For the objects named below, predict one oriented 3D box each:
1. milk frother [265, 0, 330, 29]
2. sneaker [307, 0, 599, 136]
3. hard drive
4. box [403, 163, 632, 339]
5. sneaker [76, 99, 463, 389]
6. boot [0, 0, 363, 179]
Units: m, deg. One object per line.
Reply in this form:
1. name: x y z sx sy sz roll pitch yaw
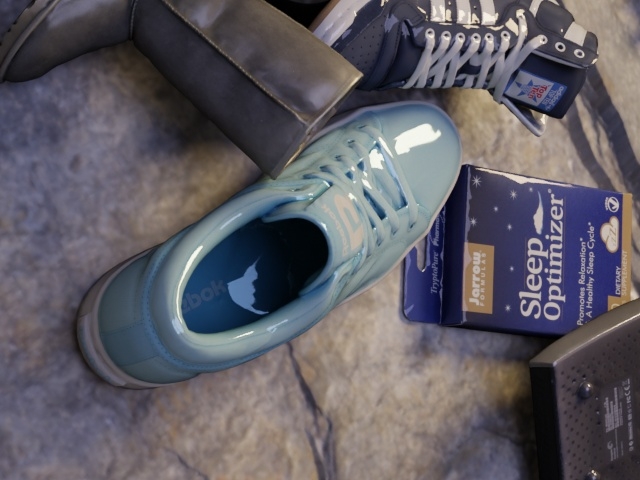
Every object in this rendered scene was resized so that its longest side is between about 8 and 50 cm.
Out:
1. milk frother: -0.036 -0.194 1.161 0.129 0.135 0.143 10 71 3
2. sneaker: 0.112 -0.144 1.217 0.153 0.099 0.282 47 44 16
3. hard drive: 0.285 0.129 1.342 0.255 0.054 0.172 -20 113 -31
4. box: 0.173 0.013 1.325 0.225 0.036 0.136 8 80 -30
5. sneaker: 0.000 0.000 1.150 0.366 0.150 0.135 -38 104 -30
6. boot: -0.103 -0.120 1.100 0.189 0.076 0.208 -45 98 -2
